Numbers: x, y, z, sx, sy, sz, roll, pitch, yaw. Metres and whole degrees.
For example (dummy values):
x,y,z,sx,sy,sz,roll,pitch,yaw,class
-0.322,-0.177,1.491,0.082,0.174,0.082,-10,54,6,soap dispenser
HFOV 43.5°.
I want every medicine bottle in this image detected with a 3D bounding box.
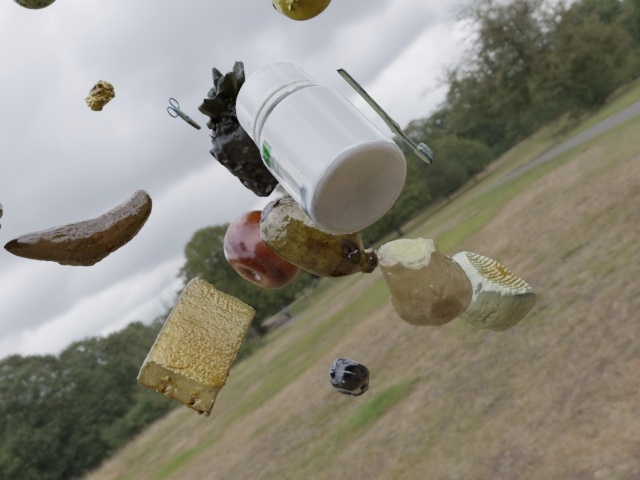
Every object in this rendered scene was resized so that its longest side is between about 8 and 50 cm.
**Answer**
x,y,z,sx,sy,sz,roll,pitch,yaw,class
-0.008,-0.124,1.016,0.139,0.237,0.139,-21,-45,-23,medicine bottle

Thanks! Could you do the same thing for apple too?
x,y,z,sx,sy,sz,roll,pitch,yaw,class
-0.133,0.017,1.925,0.162,0.201,0.201,-60,8,-21,apple

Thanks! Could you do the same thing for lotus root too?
x,y,z,sx,sy,sz,roll,pitch,yaw,class
0.000,0.000,1.609,0.128,0.260,0.145,-59,9,32,lotus root

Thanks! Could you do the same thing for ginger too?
x,y,z,sx,sy,sz,roll,pitch,yaw,class
0.180,0.078,1.350,0.138,0.152,0.267,-26,-30,6,ginger

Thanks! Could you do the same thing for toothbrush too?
x,y,z,sx,sy,sz,roll,pitch,yaw,class
0.143,-0.271,1.752,0.028,0.294,0.026,-56,13,-28,toothbrush

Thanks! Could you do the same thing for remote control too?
x,y,z,sx,sy,sz,roll,pitch,yaw,class
0.062,0.315,1.768,0.266,0.090,0.066,79,-146,-71,remote control

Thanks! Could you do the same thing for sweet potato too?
x,y,z,sx,sy,sz,roll,pitch,yaw,class
-0.482,-0.006,1.665,0.341,0.114,0.092,-27,12,-40,sweet potato

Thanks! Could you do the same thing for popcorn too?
x,y,z,sx,sy,sz,roll,pitch,yaw,class
-0.554,-0.362,2.013,0.082,0.057,0.083,-45,18,13,popcorn

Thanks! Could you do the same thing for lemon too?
x,y,z,sx,sy,sz,roll,pitch,yaw,class
-0.046,-0.643,2.018,0.173,0.173,0.206,-36,25,40,lemon

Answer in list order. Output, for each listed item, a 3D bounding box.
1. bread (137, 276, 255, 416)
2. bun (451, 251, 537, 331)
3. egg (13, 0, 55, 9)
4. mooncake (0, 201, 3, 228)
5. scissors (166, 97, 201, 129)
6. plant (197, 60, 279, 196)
x,y,z,sx,sy,sz,roll,pitch,yaw,class
-0.270,0.231,1.787,0.114,0.184,0.275,-54,10,43,bread
0.397,0.137,1.936,0.153,0.243,0.244,-67,-13,16,bun
-0.441,-0.413,1.252,0.110,0.085,0.085,-51,-2,-2,egg
-0.710,-0.009,1.522,0.234,0.117,0.235,-34,27,20,mooncake
-0.357,-0.326,2.105,0.014,0.119,0.058,-21,51,32,scissors
-0.175,-0.277,1.941,0.213,0.312,0.215,-37,22,23,plant
